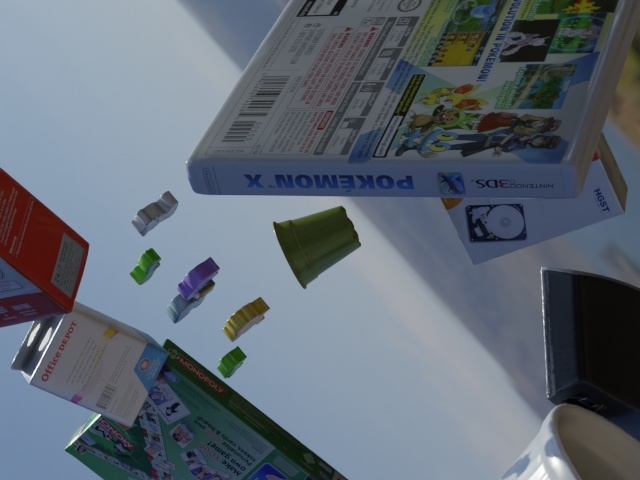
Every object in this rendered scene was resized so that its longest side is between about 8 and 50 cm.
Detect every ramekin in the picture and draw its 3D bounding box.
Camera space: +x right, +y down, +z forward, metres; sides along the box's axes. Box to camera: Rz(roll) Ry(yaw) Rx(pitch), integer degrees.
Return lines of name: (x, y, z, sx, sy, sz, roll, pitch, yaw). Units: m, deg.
ramekin: (0.296, 0.312, 1.856, 0.277, 0.135, 0.277, 37, -161, -15)

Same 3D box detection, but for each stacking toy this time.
stacking toy: (-0.141, 0.058, 1.955, 0.167, 0.052, 0.221, 49, 157, 10)

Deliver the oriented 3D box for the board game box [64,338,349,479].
board game box: (-0.138, 0.291, 2.304, 0.317, 0.213, 0.046, 40, -149, -11)

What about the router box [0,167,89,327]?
router box: (-0.440, -0.014, 1.694, 0.301, 0.335, 0.082, 44, -134, -41)

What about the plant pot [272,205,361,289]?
plant pot: (0.000, 0.000, 2.005, 0.083, 0.079, 0.083, 64, -176, -9)

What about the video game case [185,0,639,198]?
video game case: (0.088, -0.137, 1.430, 0.329, 0.300, 0.036, -62, -33, -50)

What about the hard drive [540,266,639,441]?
hard drive: (0.342, 0.129, 2.013, 0.254, 0.054, 0.172, 23, -122, -41)

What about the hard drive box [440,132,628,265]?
hard drive box: (0.285, -0.093, 2.522, 0.181, 0.232, 0.089, 61, -157, -19)

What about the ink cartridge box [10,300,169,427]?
ink cartridge box: (-0.253, 0.121, 1.933, 0.143, 0.092, 0.090, 28, -179, -24)
